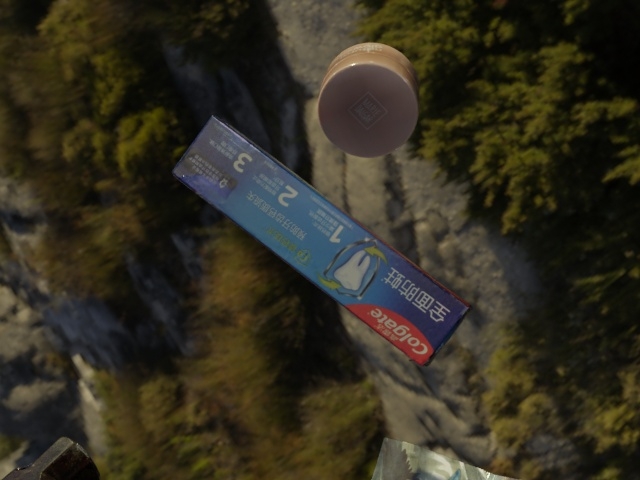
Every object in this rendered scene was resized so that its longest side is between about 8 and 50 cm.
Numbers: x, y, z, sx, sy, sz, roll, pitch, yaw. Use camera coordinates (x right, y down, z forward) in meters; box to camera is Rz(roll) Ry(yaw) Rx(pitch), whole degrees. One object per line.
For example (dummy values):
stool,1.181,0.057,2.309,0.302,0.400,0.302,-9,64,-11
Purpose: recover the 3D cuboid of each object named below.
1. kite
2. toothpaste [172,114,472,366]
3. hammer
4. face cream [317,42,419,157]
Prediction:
kite,0.178,0.332,1.231,0.310,0.169,0.015,3,164,37
toothpaste,0.000,-0.001,1.068,0.320,0.076,0.066,38,-176,10
hammer,-0.338,0.426,1.504,0.409,0.242,0.095,12,131,44
face cream,0.073,-0.209,1.597,0.149,0.104,0.149,2,116,5
